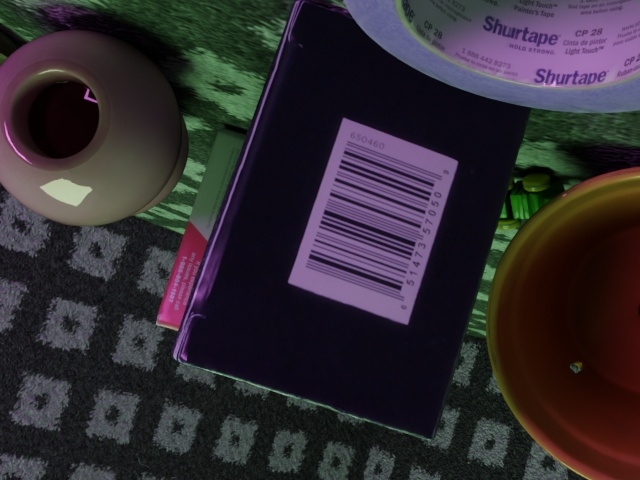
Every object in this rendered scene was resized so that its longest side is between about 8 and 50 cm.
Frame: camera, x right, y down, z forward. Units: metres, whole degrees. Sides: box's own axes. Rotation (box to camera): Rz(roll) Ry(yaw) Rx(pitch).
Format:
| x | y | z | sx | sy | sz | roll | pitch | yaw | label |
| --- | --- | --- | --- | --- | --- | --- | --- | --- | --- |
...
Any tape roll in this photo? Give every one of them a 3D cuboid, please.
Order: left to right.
| x | y | z | sx | sy | sz | roll | pitch | yaw | label |
| --- | --- | --- | --- | --- | --- | --- | --- | --- | --- |
| 0.109 | -0.138 | 0.368 | 0.189 | 0.080 | 0.189 | 17 | 171 | 3 | tape roll |

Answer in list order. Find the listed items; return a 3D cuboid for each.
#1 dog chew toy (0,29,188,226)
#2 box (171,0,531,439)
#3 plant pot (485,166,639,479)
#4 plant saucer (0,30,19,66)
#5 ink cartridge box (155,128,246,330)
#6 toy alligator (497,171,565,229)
| x | y | z | sx | sy | sz | roll | pitch | yaw | label |
| --- | --- | --- | --- | --- | --- | --- | --- | --- | --- |
| -0.247 | -0.116 | 0.883 | 0.206 | 0.207 | 0.332 | 17 | 180 | 3 | dog chew toy |
| 0.000 | 0.000 | 0.752 | 0.212 | 0.294 | 0.395 | 19 | 171 | -7 | box |
| 0.327 | 0.077 | 0.738 | 0.290 | 0.291 | 0.203 | 14 | -172 | 23 | plant pot |
| -0.450 | -0.251 | 0.930 | 0.198 | 0.036 | 0.198 | 17 | 172 | 2 | plant saucer |
| 0.007 | 0.043 | 1.053 | 0.384 | 0.279 | 0.160 | 17 | 172 | 2 | ink cartridge box |
| 0.201 | -0.047 | 0.835 | 0.189 | 0.056 | 0.051 | 1 | -154 | 35 | toy alligator |
